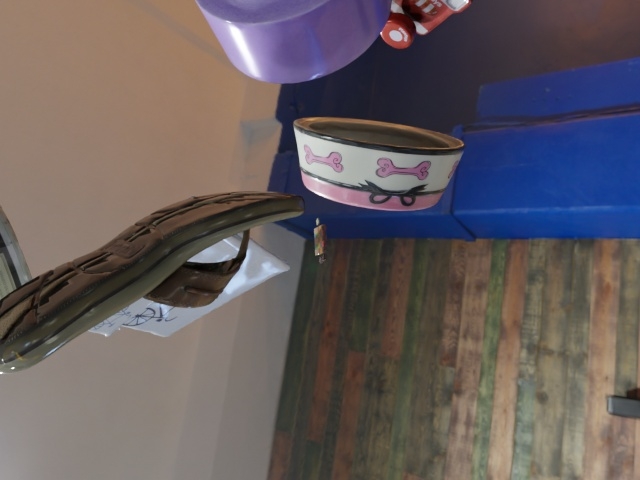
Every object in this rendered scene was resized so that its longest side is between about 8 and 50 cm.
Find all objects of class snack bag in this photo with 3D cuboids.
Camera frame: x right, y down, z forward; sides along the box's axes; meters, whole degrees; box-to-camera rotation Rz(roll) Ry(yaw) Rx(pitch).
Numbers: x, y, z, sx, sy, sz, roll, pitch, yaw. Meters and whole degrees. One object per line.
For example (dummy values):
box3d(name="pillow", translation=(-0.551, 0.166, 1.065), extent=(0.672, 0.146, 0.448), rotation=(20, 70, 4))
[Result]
box3d(name="snack bag", translation=(-0.252, 0.078, 0.839), extent=(0.037, 0.323, 0.342), rotation=(64, -170, 27))

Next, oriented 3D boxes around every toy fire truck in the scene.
box3d(name="toy fire truck", translation=(0.222, -0.673, 1.267), extent=(0.302, 0.254, 0.169), rotation=(34, -108, -17))

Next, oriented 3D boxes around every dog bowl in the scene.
box3d(name="dog bowl", translation=(0.131, -0.193, 1.182), extent=(0.408, 0.408, 0.150), rotation=(-21, -56, -51))

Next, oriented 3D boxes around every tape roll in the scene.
box3d(name="tape roll", translation=(-0.027, -0.257, 0.488), extent=(0.080, 0.189, 0.188), rotation=(56, -133, -62))

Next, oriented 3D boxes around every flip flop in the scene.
box3d(name="flip flop", translation=(-0.129, 0.029, 0.410), extent=(0.277, 0.112, 0.080), rotation=(-35, -62, -32))

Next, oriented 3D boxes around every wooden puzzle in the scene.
box3d(name="wooden puzzle", translation=(0.000, 0.000, 0.867), extent=(0.006, 0.049, 0.083), rotation=(0, -99, -19))

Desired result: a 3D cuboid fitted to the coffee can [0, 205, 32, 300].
box3d(name="coffee can", translation=(-0.486, 0.069, 0.527), extent=(0.275, 0.202, 0.201), rotation=(-23, -71, -39))
